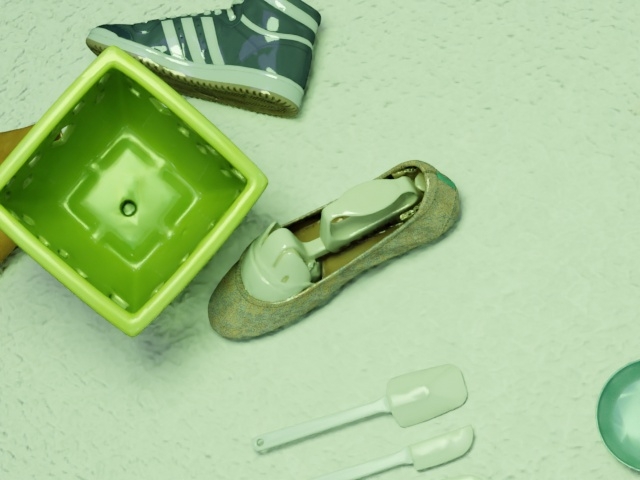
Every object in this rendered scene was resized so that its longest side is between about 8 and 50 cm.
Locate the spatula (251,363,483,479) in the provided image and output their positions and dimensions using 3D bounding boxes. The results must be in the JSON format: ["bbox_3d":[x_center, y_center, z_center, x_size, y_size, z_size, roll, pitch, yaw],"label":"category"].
[{"bbox_3d":[0.051,0.237,1.449,0.242,0.019,0.168,-19,70,11],"label":"spatula"}]

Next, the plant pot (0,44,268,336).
[{"bbox_3d":[-0.214,-0.048,1.515,0.227,0.207,0.228,41,85,-4],"label":"plant pot"}]

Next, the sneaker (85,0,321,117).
[{"bbox_3d":[-0.134,-0.253,1.654,0.282,0.099,0.153,16,80,16],"label":"sneaker"}]

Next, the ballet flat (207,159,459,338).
[{"bbox_3d":[0.000,0.000,1.507,0.316,0.106,0.107,-31,63,4],"label":"ballet flat"}]

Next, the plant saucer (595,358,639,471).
[{"bbox_3d":[0.336,0.177,1.376,0.119,0.021,0.119,-6,67,15],"label":"plant saucer"}]

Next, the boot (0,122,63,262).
[{"bbox_3d":[-0.389,-0.006,1.637,0.211,0.104,0.295,-15,61,12],"label":"boot"}]
